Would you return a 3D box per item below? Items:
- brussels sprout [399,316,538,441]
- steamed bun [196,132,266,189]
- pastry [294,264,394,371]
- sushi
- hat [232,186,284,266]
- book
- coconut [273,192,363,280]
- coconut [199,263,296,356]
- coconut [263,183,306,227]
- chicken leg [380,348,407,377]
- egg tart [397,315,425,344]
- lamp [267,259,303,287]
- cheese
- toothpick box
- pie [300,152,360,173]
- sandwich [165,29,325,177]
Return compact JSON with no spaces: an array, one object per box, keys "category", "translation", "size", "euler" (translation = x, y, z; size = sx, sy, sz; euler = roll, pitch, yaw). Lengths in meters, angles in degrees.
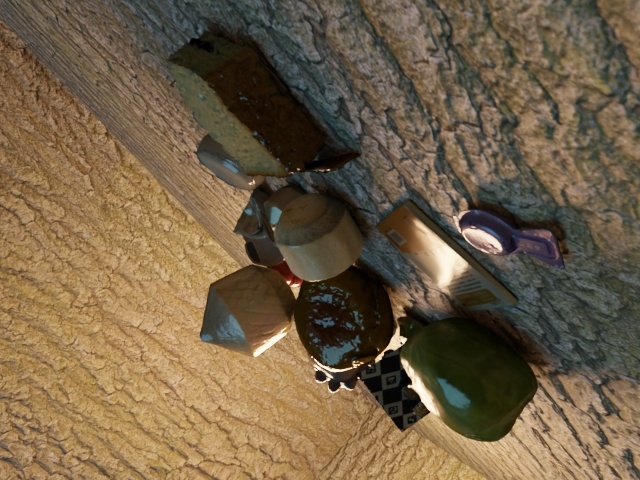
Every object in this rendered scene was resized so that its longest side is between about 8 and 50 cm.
[{"category":"brussels sprout","translation":[0.344,0.317,1.200],"size":[0.328,0.247,0.328],"euler":[54,176,5]},{"category":"steamed bun","translation":[-0.217,-0.221,1.336],"size":[0.177,0.130,0.228],"euler":[41,166,-32]},{"category":"pastry","translation":[0.062,0.233,1.560],"size":[0.356,0.164,0.355],"euler":[11,109,33]},{"category":"sushi","translation":[0.291,0.410,1.458],"size":[0.294,0.292,0.059],"euler":[52,-175,-28]},{"category":"hat","translation":[-0.170,-0.045,1.644],"size":[0.226,0.164,0.219],"euler":[43,144,0]},{"category":"book","translation":[0.254,0.044,1.090],"size":[0.295,0.020,0.208],"euler":[43,164,0]},{"category":"coconut","translation":[0.000,0.000,1.275],"size":[0.202,0.202,0.222],"euler":[23,150,50]},{"category":"coconut","translation":[-0.249,0.234,1.676],"size":[0.329,0.329,0.329],"euler":[39,164,14]},{"category":"coconut","translation":[-0.095,-0.085,1.410],"size":[0.116,0.122,0.116],"euler":[38,163,14]},{"category":"chicken leg","translation":[0.266,0.392,1.563],"size":[0.107,0.087,0.252],"euler":[13,171,43]},{"category":"egg tart","translation":[0.300,0.302,1.547],"size":[0.197,0.078,0.197],"euler":[38,164,13]},{"category":"lamp","translation":[-0.105,0.084,1.831],"size":[0.182,0.140,0.182],"euler":[25,-151,-15]},{"category":"cheese","translation":[0.294,-0.006,0.825],"size":[0.191,0.042,0.105],"euler":[23,156,48]},{"category":"toothpick box","translation":[0.100,0.369,1.769],"size":[0.229,0.316,0.229],"euler":[38,163,13]},{"category":"pie","translation":[0.002,-0.153,1.066],"size":[0.191,0.088,0.033],"euler":[8,114,64]},{"category":"sandwich","translation":[-0.168,-0.281,1.074],"size":[0.325,0.131,0.262],"euler":[47,165,-24]}]
